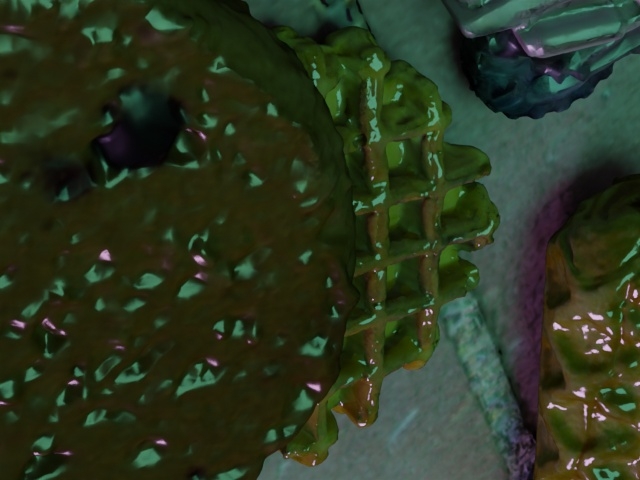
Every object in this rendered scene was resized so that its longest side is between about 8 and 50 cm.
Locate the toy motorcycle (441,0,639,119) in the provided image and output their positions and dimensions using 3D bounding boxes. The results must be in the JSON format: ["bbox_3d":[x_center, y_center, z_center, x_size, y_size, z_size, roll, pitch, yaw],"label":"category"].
[{"bbox_3d":[0.147,-0.163,0.721,0.239,0.108,0.204,-43,141,-5],"label":"toy motorcycle"}]

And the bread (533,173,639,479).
[{"bbox_3d":[0.159,0.088,0.902,0.087,0.098,0.269,-64,157,-56],"label":"bread"}]

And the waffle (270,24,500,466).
[{"bbox_3d":[0.000,0.000,0.751,0.160,0.046,0.192,-46,132,-2],"label":"waffle"}]

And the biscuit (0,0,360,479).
[{"bbox_3d":[-0.120,0.015,0.634,0.296,0.075,0.296,-15,129,-20],"label":"biscuit"}]
